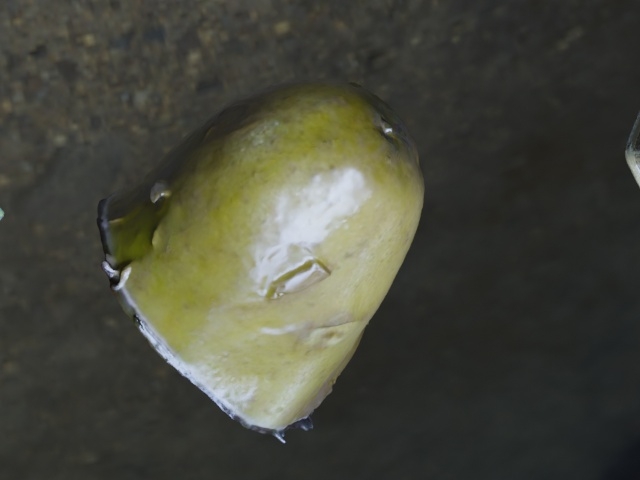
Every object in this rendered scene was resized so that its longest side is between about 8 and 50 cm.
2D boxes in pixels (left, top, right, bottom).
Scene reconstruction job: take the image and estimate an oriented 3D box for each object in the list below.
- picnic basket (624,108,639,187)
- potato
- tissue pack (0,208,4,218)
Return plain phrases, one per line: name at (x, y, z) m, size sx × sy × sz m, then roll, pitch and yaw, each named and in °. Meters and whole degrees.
picnic basket at (0.286, -0.075, 1.043) m, size 0.079 × 0.164 × 0.115 m, roll -8°, pitch 132°, yaw 38°
potato at (0.000, 0.000, 1.441) m, size 0.296 × 0.290 × 0.397 m, roll -33°, pitch 147°, yaw 21°
tissue pack at (-0.320, -0.050, 1.221) m, size 0.079 × 0.085 × 0.111 m, roll -54°, pitch 125°, yaw -19°
